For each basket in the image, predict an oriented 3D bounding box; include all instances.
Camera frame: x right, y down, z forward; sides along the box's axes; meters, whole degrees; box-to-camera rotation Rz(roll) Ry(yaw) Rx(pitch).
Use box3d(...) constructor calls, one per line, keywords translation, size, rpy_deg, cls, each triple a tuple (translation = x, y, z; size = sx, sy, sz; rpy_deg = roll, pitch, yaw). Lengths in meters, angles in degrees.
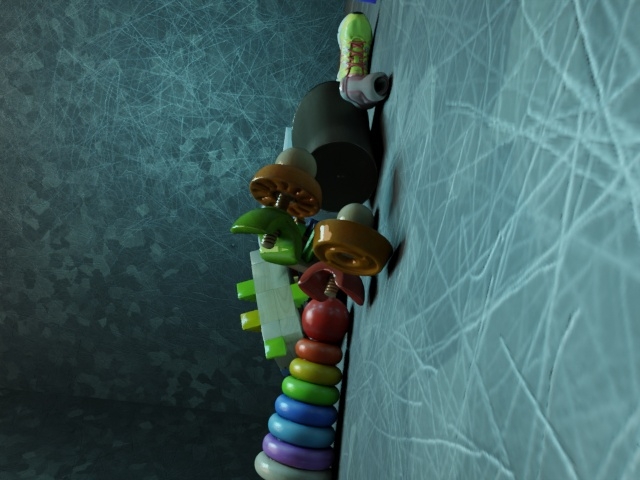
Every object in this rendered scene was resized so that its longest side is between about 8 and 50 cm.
box3d(translation=(0.024, -0.155, 0.926), size=(0.227, 0.154, 0.204), rpy_deg=(-94, 10, -59), cls="basket")

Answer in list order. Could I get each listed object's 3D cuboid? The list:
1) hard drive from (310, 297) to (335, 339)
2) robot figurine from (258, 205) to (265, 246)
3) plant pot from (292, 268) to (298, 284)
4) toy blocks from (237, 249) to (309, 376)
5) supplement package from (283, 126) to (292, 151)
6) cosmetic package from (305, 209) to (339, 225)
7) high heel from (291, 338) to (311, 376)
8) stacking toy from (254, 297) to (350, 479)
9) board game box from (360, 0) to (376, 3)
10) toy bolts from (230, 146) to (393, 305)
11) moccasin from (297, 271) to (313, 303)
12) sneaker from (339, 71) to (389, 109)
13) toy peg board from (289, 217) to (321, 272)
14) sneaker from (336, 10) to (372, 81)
box3d(translation=(0.003, 0.194, 1.209), size=(0.353, 0.047, 0.233), rpy_deg=(94, -179, -50), cls="hard drive")
box3d(translation=(-0.074, -0.063, 1.638), size=(0.200, 0.300, 0.353), rpy_deg=(19, 88, 48), cls="robot figurine")
box3d(translation=(-0.068, 0.106, 1.815), size=(0.188, 0.205, 0.205), rpy_deg=(76, -166, -48), cls="plant pot")
box3d(translation=(-0.105, 0.205, 1.475), size=(0.261, 0.191, 0.381), rpy_deg=(74, -179, -53), cls="toy blocks")
box3d(translation=(-0.037, -0.300, 1.900), size=(0.149, 0.203, 0.194), rpy_deg=(-125, 42, -86), cls="supplement package")
box3d(translation=(0.007, -0.106, 1.206), size=(0.224, 0.138, 0.224), rpy_deg=(99, 177, -59), cls="cosmetic package")
box3d(translation=(-0.051, 0.410, 1.637), size=(0.117, 0.082, 0.244), rpy_deg=(49, -119, -81), cls="high heel")
box3d(translation=(-0.015, 0.265, 0.941), size=(0.141, 0.141, 0.330), rpy_deg=(114, 169, -80), cls="stacking toy")
box3d(translation=(0.113, -0.726, 1.138), size=(0.233, 0.078, 0.347), rpy_deg=(105, 172, -52), cls="board game box")
box3d(translation=(0.028, -0.023, 0.723), size=(0.228, 0.218, 0.158), rpy_deg=(50, -128, -48), cls="toy bolts")
box3d(translation=(-0.008, 0.040, 1.491), size=(0.116, 0.138, 0.341), rpy_deg=(-102, 4, -61), cls="moccasin")
box3d(translation=(0.091, -0.252, 0.875), size=(0.134, 0.070, 0.050), rpy_deg=(-12, -78, -62), cls="sneaker")
box3d(translation=(0.000, 0.000, 1.031), size=(0.160, 0.161, 0.079), rpy_deg=(-87, 23, -62), cls="toy peg board")
box3d(translation=(0.082, -0.413, 1.187), size=(0.094, 0.082, 0.208), rpy_deg=(-97, 6, -49), cls="sneaker")
